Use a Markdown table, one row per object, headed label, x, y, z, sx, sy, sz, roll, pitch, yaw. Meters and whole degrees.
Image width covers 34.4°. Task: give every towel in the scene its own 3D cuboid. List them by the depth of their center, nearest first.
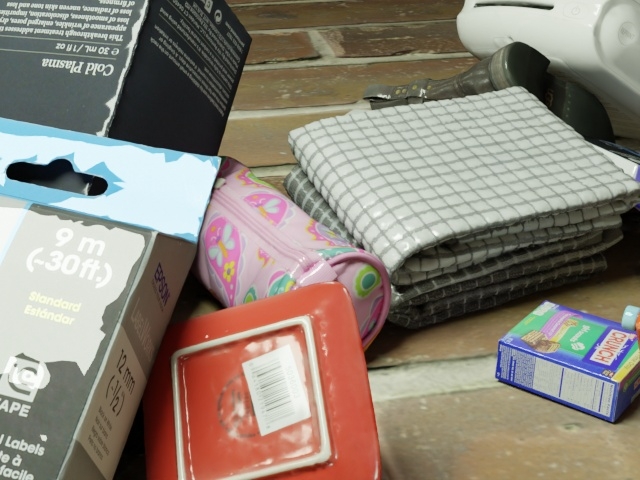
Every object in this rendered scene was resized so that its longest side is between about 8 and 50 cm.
| label | x | y | z | sx | sy | sz | roll | pitch | yaw |
| --- | --- | --- | --- | --- | --- | --- | --- | --- | --- |
| towel | 0.135 | -0.040 | 1.025 | 0.283 | 0.121 | 0.235 | -13 | 40 | -21 |

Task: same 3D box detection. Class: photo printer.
| label | x | y | z | sx | sy | sz | roll | pitch | yaw |
| --- | --- | --- | --- | --- | --- | --- | --- | --- | --- |
| photo printer | 0.335 | -0.225 | 1.283 | 0.307 | 0.107 | 0.256 | 24 | -1 | -35 |

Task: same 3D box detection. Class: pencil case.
| label | x | y | z | sx | sy | sz | roll | pitch | yaw |
| --- | --- | --- | --- | --- | --- | --- | --- | --- | --- |
| pencil case | -0.054 | 0.012 | 0.956 | 0.124 | 0.124 | 0.284 | -14 | 30 | -26 |

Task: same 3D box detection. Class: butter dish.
| label | x | y | z | sx | sy | sz | roll | pitch | yaw |
| --- | --- | --- | --- | --- | --- | --- | --- | --- | --- |
| butter dish | -0.031 | 0.131 | 0.719 | 0.160 | 0.118 | 0.160 | -16 | 57 | 11 |

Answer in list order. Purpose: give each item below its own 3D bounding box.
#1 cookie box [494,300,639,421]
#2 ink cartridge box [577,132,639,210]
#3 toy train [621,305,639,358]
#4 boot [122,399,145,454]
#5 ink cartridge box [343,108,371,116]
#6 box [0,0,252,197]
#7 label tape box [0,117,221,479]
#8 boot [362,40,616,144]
| label | x | y | z | sx | sy | sz | roll | pitch | yaw |
| --- | --- | --- | --- | --- | --- | --- | --- | --- | --- |
| cookie box | 0.215 | 0.097 | 0.859 | 0.107 | 0.040 | 0.092 | 18 | 30 | 33 |
| ink cartridge box | 0.369 | -0.054 | 1.094 | 0.206 | 0.045 | 0.208 | 12 | 18 | -29 |
| toy train | 0.304 | 0.106 | 0.769 | 0.166 | 0.125 | 0.046 | 17 | 62 | 25 |
| boot | -0.227 | 0.117 | 0.770 | 0.207 | 0.094 | 0.246 | 7 | 20 | 25 |
| ink cartridge box | 0.091 | -0.096 | 1.208 | 0.135 | 0.099 | 0.056 | 10 | 27 | 21 |
| box | -0.283 | -0.104 | 0.949 | 0.343 | 0.312 | 0.179 | 8 | -18 | 23 |
| label tape box | -0.235 | 0.041 | 0.679 | 0.249 | 0.115 | 0.348 | 12 | 64 | 8 |
| boot | 0.207 | -0.133 | 1.253 | 0.229 | 0.263 | 0.091 | -15 | 44 | 48 |
